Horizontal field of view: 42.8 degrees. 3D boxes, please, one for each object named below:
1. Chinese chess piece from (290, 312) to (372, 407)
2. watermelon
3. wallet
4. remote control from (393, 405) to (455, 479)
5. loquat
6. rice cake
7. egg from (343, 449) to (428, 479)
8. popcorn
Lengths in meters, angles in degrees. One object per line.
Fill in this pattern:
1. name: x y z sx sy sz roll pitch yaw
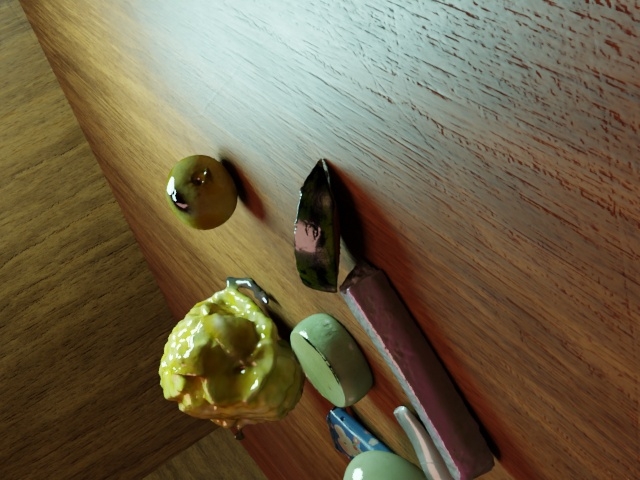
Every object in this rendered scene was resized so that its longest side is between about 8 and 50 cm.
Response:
1. Chinese chess piece: 0.021 0.230 1.576 0.188 0.083 0.188 47 156 28
2. watermelon: 0.006 -0.001 1.219 0.063 0.119 0.245 5 132 14
3. wallet: 0.100 0.454 1.759 0.202 0.059 0.141 34 148 42
4. remote control: 0.196 0.393 1.431 0.229 0.044 0.073 55 165 9
5. loquat: -0.236 -0.095 1.624 0.163 0.137 0.163 32 158 15
6. rice cake: 0.143 0.192 1.206 0.365 0.073 0.056 59 165 3
7. egg: 0.142 0.512 1.535 0.253 0.189 0.188 56 163 18
8. popcorn: -0.200 0.261 1.902 0.349 0.349 0.381 112 162 -69
